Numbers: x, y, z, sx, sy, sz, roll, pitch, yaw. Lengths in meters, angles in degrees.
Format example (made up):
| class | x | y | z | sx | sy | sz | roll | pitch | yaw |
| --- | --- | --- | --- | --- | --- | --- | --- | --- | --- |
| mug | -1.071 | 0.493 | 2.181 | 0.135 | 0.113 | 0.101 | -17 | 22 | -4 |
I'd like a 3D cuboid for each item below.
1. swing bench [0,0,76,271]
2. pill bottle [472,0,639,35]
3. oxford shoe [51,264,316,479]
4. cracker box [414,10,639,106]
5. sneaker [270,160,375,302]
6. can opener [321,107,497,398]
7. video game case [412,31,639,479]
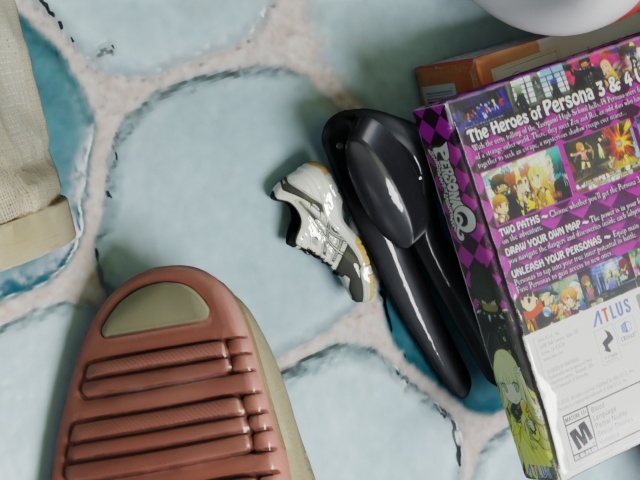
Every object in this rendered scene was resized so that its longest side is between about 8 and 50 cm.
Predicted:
| class | x | y | z | sx | sy | sz | roll | pitch | yaw |
| --- | --- | --- | --- | --- | --- | --- | --- | --- | --- |
| swing bench | -0.237 | -0.093 | 0.759 | 0.254 | 0.165 | 0.253 | -19 | 99 | -29 |
| pill bottle | 0.230 | -0.268 | 1.002 | 0.363 | 0.210 | 0.210 | -26 | 103 | -28 |
| oxford shoe | -0.037 | 0.208 | 0.919 | 0.146 | 0.140 | 0.397 | -4 | 87 | -61 |
| cracker box | 0.180 | -0.055 | 1.056 | 0.232 | 0.067 | 0.156 | -17 | 99 | -28 |
| sneaker | 0.000 | 0.000 | 0.977 | 0.037 | 0.032 | 0.083 | -28 | 99 | -13 |
| can opener | 0.051 | 0.009 | 0.991 | 0.073 | 0.059 | 0.186 | -54 | 128 | -48 |
| video game case | 0.180 | -0.006 | 0.988 | 0.232 | 0.042 | 0.210 | -21 | 97 | -28 |
